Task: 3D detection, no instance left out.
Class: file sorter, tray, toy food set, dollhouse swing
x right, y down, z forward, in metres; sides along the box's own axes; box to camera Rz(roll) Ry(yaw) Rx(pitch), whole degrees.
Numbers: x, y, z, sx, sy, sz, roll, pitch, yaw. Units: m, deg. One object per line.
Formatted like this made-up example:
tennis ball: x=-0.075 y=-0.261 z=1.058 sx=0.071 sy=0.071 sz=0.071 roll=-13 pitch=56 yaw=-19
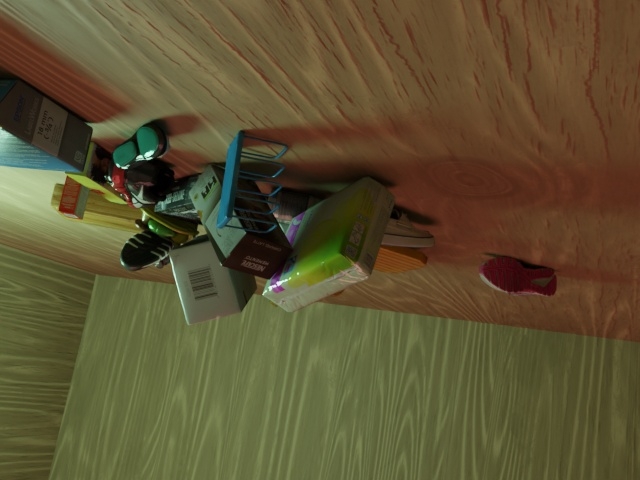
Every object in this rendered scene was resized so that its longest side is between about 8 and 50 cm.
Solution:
file sorter: x=-0.133 y=-0.107 z=1.417 sx=0.105 sy=0.170 sz=0.118 roll=10 pitch=169 yaw=-15
tray: x=-0.585 y=-0.075 z=2.205 sx=0.411 sy=0.076 sz=0.203 roll=10 pitch=169 yaw=-6
toy food set: x=-0.433 y=-0.049 z=1.949 sx=0.218 sy=0.071 sz=0.128 roll=31 pitch=-163 yaw=8
dollhouse swing: x=0.079 y=0.116 z=2.091 sx=0.305 sy=0.315 sz=0.347 roll=33 pitch=163 yaw=-11

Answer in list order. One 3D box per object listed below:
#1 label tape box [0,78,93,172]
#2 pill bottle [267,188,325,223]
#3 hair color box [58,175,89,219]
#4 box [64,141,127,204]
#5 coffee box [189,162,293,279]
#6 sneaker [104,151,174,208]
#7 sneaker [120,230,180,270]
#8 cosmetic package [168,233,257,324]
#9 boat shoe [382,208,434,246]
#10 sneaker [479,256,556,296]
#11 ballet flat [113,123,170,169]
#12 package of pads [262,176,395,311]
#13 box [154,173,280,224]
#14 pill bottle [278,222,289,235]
label tape box: x=-0.632 y=-0.236 z=1.363 sx=0.241 sy=0.105 sz=0.334 roll=6 pitch=168 yaw=20
pill bottle: x=-0.056 y=-0.075 z=1.737 sx=0.137 sy=0.078 sz=0.078 roll=9 pitch=169 yaw=2
hair color box: x=-0.595 y=-0.128 z=1.772 sx=0.043 sy=0.141 sz=0.072 roll=10 pitch=168 yaw=-1
box: x=-0.512 y=-0.155 z=1.711 sx=0.058 sy=0.087 sz=0.232 roll=8 pitch=170 yaw=12
coffee box: x=-0.178 y=-0.043 z=1.596 sx=0.141 sy=0.098 sz=0.246 roll=20 pitch=-152 yaw=-41
sneaker: x=-0.405 y=-0.129 z=1.715 sx=0.135 sy=0.097 sz=0.276 roll=12 pitch=167 yaw=3
sneaker: x=-0.457 y=0.039 z=2.012 sx=0.107 sy=0.281 sz=0.162 roll=29 pitch=129 yaw=9
cosmetic package: x=-0.298 y=0.090 z=2.087 sx=0.156 sy=0.217 sz=0.385 roll=-13 pitch=-173 yaw=5
boat shoe: x=0.175 y=-0.031 z=1.740 sx=0.268 sy=0.088 sz=0.096 roll=6 pitch=179 yaw=-35
sneaker: x=0.552 y=0.114 z=2.092 sx=0.253 sy=0.102 sz=0.111 roll=15 pitch=166 yaw=-23
ballet flat: x=-0.348 y=-0.192 z=1.464 sx=0.074 sy=0.074 sz=0.203 roll=18 pitch=160 yaw=-36
package of pads: x=0.019 y=0.009 z=1.566 sx=0.101 sy=0.229 sz=0.297 roll=37 pitch=142 yaw=-22
box: x=-0.241 y=-0.079 z=1.881 sx=0.308 sy=0.076 sz=0.242 roll=17 pitch=167 yaw=-32
pill bottle: x=0.000 y=0.000 z=1.818 sx=0.221 sy=0.121 sz=0.121 roll=-4 pitch=174 yaw=-22
